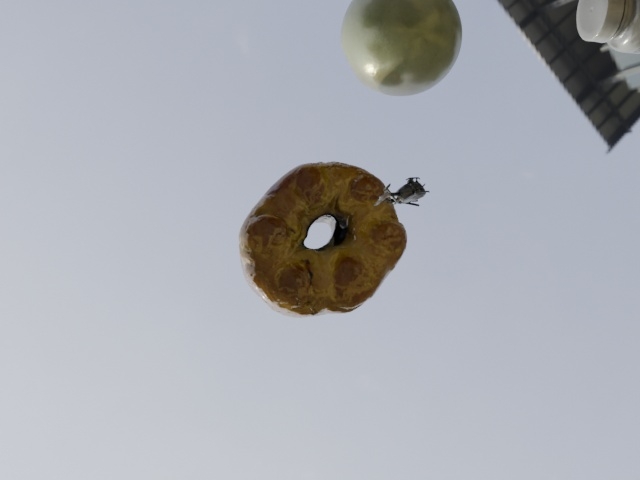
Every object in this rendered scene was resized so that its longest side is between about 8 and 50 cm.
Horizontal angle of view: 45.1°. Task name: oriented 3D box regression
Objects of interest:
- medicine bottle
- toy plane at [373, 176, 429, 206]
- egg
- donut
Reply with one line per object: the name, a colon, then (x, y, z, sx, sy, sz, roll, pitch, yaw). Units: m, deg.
medicine bottle: (0.340, -0.230, 0.786, 0.140, 0.079, 0.079, 1, -94, -11)
toy plane: (0.130, -0.072, 1.198, 0.120, 0.049, 0.031, -5, -123, -51)
egg: (0.146, -0.372, 1.400, 0.219, 0.269, 0.219, -1, -76, -4)
donut: (0.000, 0.000, 1.462, 0.317, 0.150, 0.299, -7, -104, -11)
